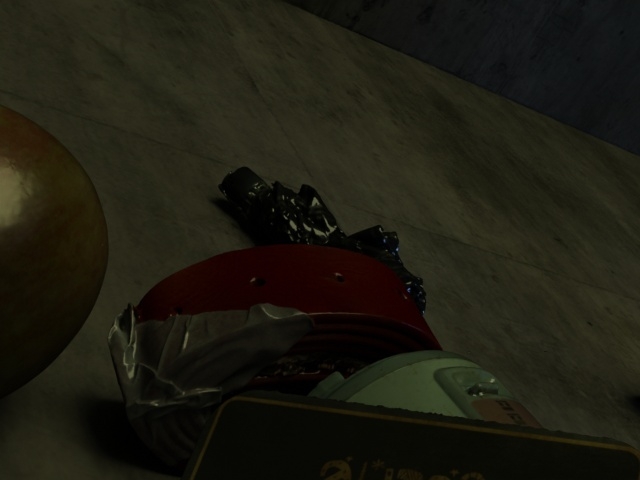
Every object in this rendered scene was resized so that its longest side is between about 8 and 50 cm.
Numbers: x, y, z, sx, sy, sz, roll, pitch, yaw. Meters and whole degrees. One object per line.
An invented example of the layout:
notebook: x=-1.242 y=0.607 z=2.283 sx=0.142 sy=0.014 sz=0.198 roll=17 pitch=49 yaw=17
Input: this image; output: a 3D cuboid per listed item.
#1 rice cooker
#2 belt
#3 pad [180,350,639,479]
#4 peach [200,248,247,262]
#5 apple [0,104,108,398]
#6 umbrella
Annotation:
rice cooker: x=0.111 y=0.256 z=0.951 sx=0.316 sy=0.264 sz=0.317 roll=28 pitch=19 yaw=-11
belt: x=-0.043 y=0.124 z=1.069 sx=0.323 sy=0.227 sz=0.115 roll=-1 pitch=35 yaw=-22
pad: x=0.046 y=0.187 z=0.820 sx=0.375 sy=0.063 sz=0.315 roll=4 pitch=51 yaw=24
peach: x=-0.093 y=0.066 z=1.251 sx=0.118 sy=0.151 sz=0.151 roll=37 pitch=20 yaw=-23
apple: x=-0.311 y=0.015 z=0.910 sx=0.256 sy=0.257 sz=0.234 roll=31 pitch=25 yaw=-2
umbrella: x=0.010 y=-0.001 z=1.519 sx=0.154 sy=0.128 sz=0.336 roll=2 pitch=34 yaw=-47
